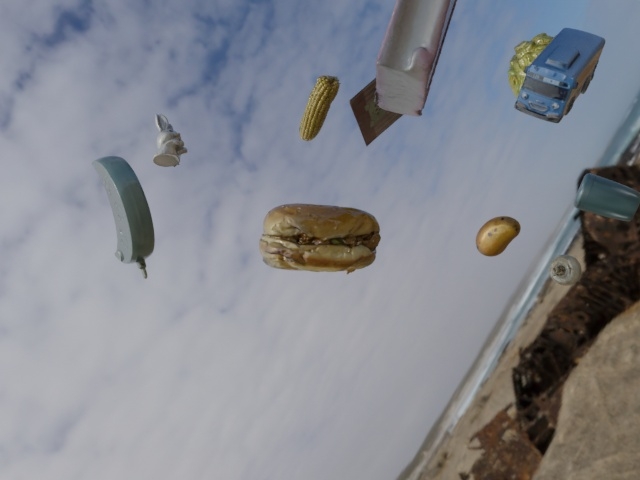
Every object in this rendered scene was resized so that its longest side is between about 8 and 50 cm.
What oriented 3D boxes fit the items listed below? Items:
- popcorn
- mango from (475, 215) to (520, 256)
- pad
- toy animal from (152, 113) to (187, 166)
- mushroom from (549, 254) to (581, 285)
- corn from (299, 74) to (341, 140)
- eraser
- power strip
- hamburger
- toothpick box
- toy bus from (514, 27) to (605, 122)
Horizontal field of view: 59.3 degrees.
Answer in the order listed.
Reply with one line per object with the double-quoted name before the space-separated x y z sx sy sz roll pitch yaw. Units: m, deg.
"popcorn" 0.648 -0.474 1.579 0.251 0.206 0.237 -18 -17 -34
"mango" 0.628 -0.020 2.008 0.090 0.115 0.178 -16 -33 -45
"pad" 0.196 -0.432 1.801 0.202 0.005 0.300 -41 -23 -1
"toy animal" -0.565 -0.392 2.113 0.131 0.221 0.104 -23 -31 27
"mushroom" 0.633 0.079 1.471 0.079 0.085 0.085 -8 -50 -33
"corn" -0.013 -0.508 2.176 0.101 0.101 0.292 -40 -16 -45
"eraser" 0.225 -0.484 1.228 0.272 0.122 0.359 58 -132 -81
"power strip" -0.393 -0.044 1.141 0.054 0.167 0.253 -19 -69 -32
"hamburger" -0.007 0.000 1.467 0.284 0.304 0.174 138 136 -82
"toothpick box" 0.927 -0.134 1.812 0.120 0.184 0.120 -50 -27 -37
"toy bus" 0.539 -0.375 1.263 0.234 0.116 0.133 -45 -28 -34
